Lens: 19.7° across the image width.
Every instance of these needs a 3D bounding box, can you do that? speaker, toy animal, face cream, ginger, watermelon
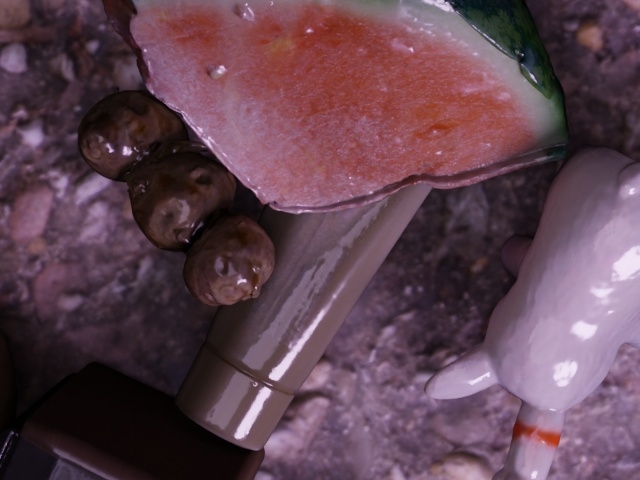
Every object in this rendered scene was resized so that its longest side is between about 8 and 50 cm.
[{"bbox_3d":[-0.158,0.212,1.418,0.192,0.231,0.153,27,99,2],"label":"speaker"},{"bbox_3d":[0.187,0.058,1.420,0.140,0.138,0.282,31,106,9],"label":"toy animal"},{"bbox_3d":[0.000,0.000,1.459,0.137,0.084,0.341,30,93,15],"label":"face cream"},{"bbox_3d":[-0.111,-0.031,1.434,0.204,0.104,0.080,50,119,15],"label":"ginger"},{"bbox_3d":[-0.007,-0.173,1.343,0.292,0.222,0.319,-20,82,11],"label":"watermelon"}]

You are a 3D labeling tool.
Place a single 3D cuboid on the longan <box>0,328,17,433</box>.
[{"bbox_3d":[-0.381,0.117,1.414,0.297,0.297,0.297,1,97,6],"label":"longan"}]
